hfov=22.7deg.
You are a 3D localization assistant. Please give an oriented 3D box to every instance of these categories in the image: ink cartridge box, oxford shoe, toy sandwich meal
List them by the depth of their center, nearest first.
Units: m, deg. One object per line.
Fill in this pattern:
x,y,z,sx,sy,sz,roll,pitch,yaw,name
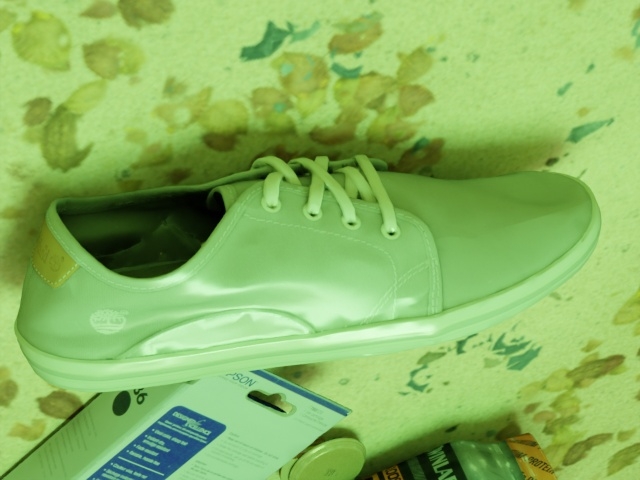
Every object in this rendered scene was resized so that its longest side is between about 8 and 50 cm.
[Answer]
0.000,0.000,1.153,0.449,0.169,0.130,-10,119,-15,oxford shoe
-0.148,0.196,1.355,0.333,0.065,0.165,-39,138,19,ink cartridge box
0.001,0.203,1.463,0.085,0.029,0.085,-17,138,-16,toy sandwich meal

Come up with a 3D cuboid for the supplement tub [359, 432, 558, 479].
0.082,0.309,1.488,0.316,0.193,0.193,-23,140,-2,supplement tub
